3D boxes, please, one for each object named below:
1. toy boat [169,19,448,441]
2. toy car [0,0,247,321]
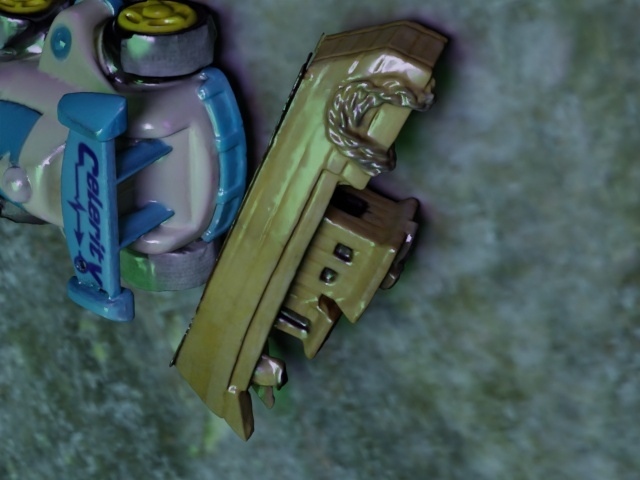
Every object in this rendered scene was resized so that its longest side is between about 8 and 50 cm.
[{"bbox_3d":[0.000,0.000,0.778,0.072,0.064,0.206,26,127,2],"label":"toy boat"},{"bbox_3d":[-0.116,-0.044,0.813,0.161,0.098,0.126,18,122,26],"label":"toy car"}]
